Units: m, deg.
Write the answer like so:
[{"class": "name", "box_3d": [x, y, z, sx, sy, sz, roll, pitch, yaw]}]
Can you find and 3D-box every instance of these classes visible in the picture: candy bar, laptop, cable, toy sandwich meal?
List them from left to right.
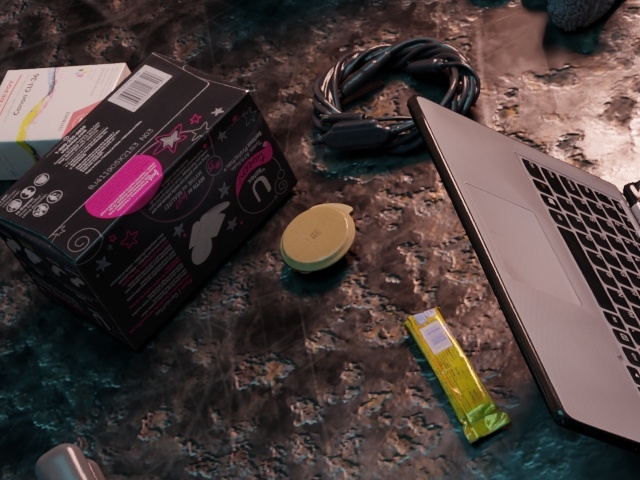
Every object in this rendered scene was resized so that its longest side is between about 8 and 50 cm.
[{"class": "toy sandwich meal", "box_3d": [0.000, 0.000, 1.655, 0.086, 0.029, 0.085, -12, 50, 15]}, {"class": "cable", "box_3d": [0.080, -0.150, 1.749, 0.185, 0.047, 0.150, -8, 42, 24]}, {"class": "candy bar", "box_3d": [0.116, 0.113, 1.497, 0.040, 0.018, 0.161, -26, 43, -3]}, {"class": "laptop", "box_3d": [0.337, -0.011, 1.358, 0.236, 0.408, 0.382, -51, 36, 26]}]

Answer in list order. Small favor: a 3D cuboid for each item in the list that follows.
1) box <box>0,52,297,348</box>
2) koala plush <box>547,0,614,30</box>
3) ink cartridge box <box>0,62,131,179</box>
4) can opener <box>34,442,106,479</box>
[{"class": "box", "box_3d": [-0.176, -0.042, 1.699, 0.163, 0.142, 0.247, 25, 63, 42]}, {"class": "koala plush", "box_3d": [0.243, -0.373, 1.740, 0.203, 0.221, 0.196, -42, 45, -15]}, {"class": "ink cartridge box", "box_3d": [-0.306, -0.131, 1.899, 0.198, 0.067, 0.115, -2, 50, 26]}, {"class": "can opener", "box_3d": [-0.173, 0.294, 1.387, 0.093, 0.074, 0.280, -28, 58, 1]}]
